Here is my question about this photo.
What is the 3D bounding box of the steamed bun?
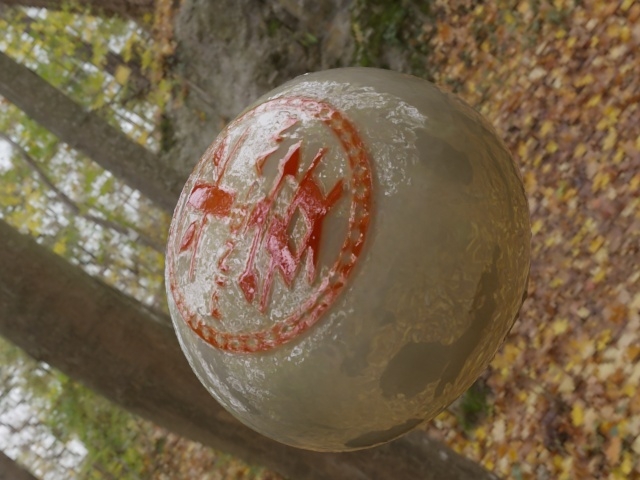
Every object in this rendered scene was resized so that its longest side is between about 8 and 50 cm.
[{"bbox_3d":[0.000,0.000,0.541,0.232,0.232,0.145,-53,-43,3],"label":"steamed bun"}]
